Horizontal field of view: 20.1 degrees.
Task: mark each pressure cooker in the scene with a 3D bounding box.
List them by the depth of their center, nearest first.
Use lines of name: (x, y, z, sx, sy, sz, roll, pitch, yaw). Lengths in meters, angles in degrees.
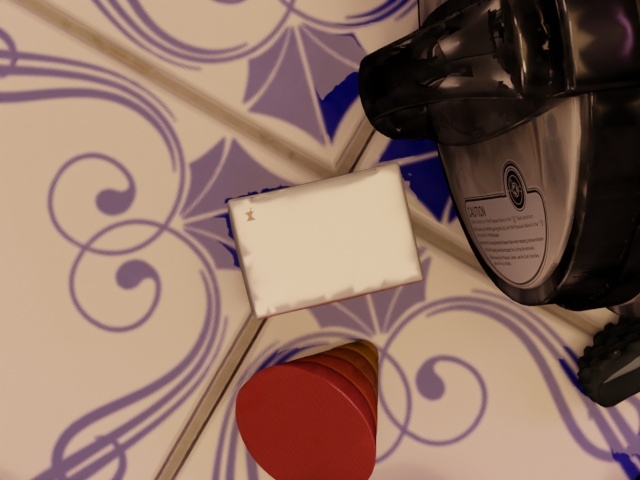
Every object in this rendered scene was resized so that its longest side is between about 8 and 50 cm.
pressure cooker: (0.237, -0.140, 1.279, 0.420, 0.370, 0.375, -9, 48, -14)

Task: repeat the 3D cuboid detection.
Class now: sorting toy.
sorting toy: (0.096, 0.208, 1.430, 0.365, 0.126, 0.127, 47, 131, -6)

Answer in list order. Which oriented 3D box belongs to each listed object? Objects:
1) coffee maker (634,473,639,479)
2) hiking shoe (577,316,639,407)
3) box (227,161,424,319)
coffee maker: (0.336, 0.237, 1.442, 0.178, 0.120, 0.171, 11, 67, -4)
hiking shoe: (0.357, 0.083, 1.432, 0.304, 0.113, 0.132, -22, 99, 2)
box: (0.000, 0.000, 1.381, 0.130, 0.170, 0.091, -13, 91, -2)
